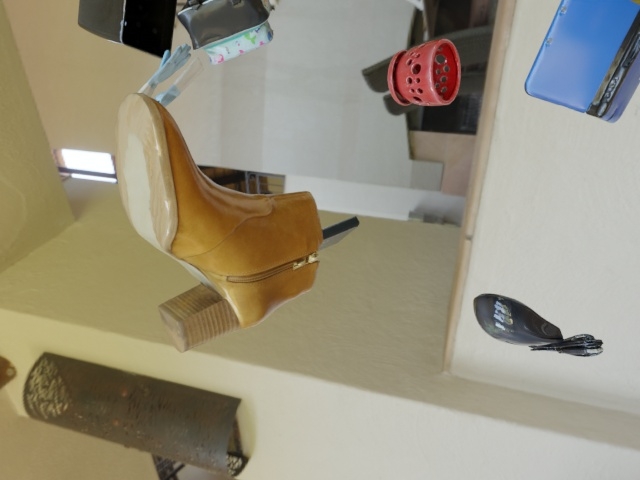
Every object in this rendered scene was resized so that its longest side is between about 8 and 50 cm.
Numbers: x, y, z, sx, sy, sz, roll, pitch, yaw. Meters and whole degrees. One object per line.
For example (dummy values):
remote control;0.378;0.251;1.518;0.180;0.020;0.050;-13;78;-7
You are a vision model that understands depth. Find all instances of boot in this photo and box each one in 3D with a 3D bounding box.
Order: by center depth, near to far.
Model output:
boot;-0.092;-0.031;0.525;0.211;0.104;0.295;-27;-52;-36

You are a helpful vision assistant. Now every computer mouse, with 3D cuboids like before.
computer mouse;0.437;0.197;1.001;0.188;0.272;0.072;-22;43;64

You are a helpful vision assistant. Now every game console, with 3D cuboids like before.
game console;0.647;-0.444;1.080;0.250;0.173;0.293;-7;-56;-47

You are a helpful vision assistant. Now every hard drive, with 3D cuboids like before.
hard drive;0.000;0.000;0.880;0.135;0.022;0.094;-22;-12;-35

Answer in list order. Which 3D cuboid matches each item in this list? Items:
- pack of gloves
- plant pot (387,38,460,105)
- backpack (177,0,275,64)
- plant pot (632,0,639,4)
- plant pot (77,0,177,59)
pack of gloves;-0.398;-0.390;1.166;0.232;0.046;0.195;-48;5;-2
plant pot;0.319;-0.517;1.464;0.191;0.174;0.191;-14;-71;-45
backpack;-0.232;-0.585;1.207;0.253;0.225;0.191;-100;-11;-46
plant pot;0.586;-0.430;0.695;0.187;0.212;0.212;-76;9;-48
plant pot;-0.490;-0.576;1.177;0.188;0.167;0.187;-21;-57;-70
